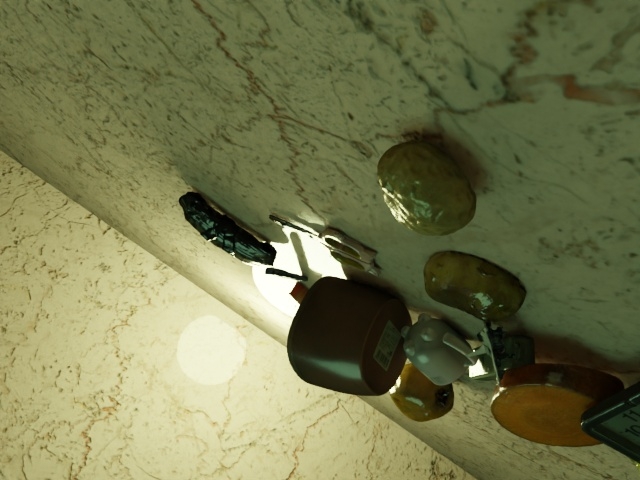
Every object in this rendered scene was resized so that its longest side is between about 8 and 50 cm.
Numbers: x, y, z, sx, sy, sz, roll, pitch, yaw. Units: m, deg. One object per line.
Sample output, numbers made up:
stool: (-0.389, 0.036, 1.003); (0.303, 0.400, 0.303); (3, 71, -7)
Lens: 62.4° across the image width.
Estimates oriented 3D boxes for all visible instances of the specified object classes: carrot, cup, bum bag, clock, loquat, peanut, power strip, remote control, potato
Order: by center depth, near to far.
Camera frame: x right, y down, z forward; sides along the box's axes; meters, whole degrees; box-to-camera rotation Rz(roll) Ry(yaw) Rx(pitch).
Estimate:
peanut: (0.147, -0.071, 0.751); (0.159, 0.109, 0.140); (38, 160, -17)
clock: (0.638, 0.319, 0.890); (0.278, 0.049, 0.273); (29, 138, 2)
potato: (0.278, 0.099, 1.001); (0.200, 0.081, 0.164); (14, 154, 48)
carrot: (0.487, 0.332, 1.093); (0.258, 0.100, 0.307); (-3, 141, 23)
power strip: (0.405, 0.269, 1.195); (0.052, 0.078, 0.272); (7, 160, -5)
cup: (0.279, 0.266, 1.285); (0.142, 0.134, 0.173); (42, -173, -19)
bum bag: (-0.281, -0.019, 1.571); (0.340, 0.095, 0.144); (34, 146, -7)
remote control: (-0.105, 0.104, 1.602); (0.043, 0.027, 0.152); (-8, 162, 43)
loquat: (0.326, 0.483, 1.690); (0.187, 0.176, 0.234); (40, 149, -20)

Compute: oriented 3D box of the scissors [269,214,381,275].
scissors: (0.000, 0.000, 1.275); (0.317, 0.024, 0.160); (24, 159, 26)

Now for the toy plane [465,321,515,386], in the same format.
toy plane: (0.344, 0.202, 1.052); (0.082, 0.160, 0.234); (-7, 155, 3)

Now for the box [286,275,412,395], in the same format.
box: (0.086, 0.254, 1.360); (0.216, 0.301, 0.301); (9, 150, 40)

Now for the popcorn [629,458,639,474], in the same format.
popcorn: (0.698, 0.433, 1.056); (0.162, 0.136, 0.141); (34, 153, 3)

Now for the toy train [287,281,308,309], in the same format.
toy train: (-0.064, 0.207, 1.810); (0.118, 0.074, 0.176); (44, 165, -1)
